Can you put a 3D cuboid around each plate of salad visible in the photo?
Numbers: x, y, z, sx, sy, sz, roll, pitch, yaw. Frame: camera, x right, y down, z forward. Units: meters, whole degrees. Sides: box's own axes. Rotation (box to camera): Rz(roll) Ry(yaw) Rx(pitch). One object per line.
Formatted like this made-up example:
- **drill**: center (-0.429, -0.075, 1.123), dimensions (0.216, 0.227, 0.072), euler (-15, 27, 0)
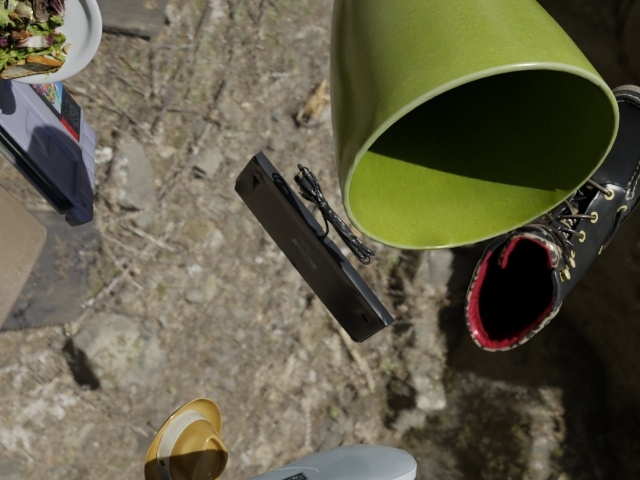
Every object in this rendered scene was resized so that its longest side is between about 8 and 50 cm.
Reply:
- **plate of salad**: center (-0.402, -0.296, 1.356), dimensions (0.200, 0.048, 0.200), euler (-2, 129, -3)

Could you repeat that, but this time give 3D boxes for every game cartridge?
- **game cartridge**: center (-0.489, -0.213, 1.680), dimensions (0.068, 0.230, 0.355), euler (-15, 142, 14)

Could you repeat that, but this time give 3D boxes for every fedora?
- **fedora**: center (-0.214, 0.369, 1.700), dimensions (0.194, 0.079, 0.194), euler (-32, 134, -41)

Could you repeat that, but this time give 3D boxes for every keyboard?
- **keyboard**: center (0.000, 0.000, 1.441), dimensions (0.033, 0.317, 0.201), euler (-38, 178, -29)

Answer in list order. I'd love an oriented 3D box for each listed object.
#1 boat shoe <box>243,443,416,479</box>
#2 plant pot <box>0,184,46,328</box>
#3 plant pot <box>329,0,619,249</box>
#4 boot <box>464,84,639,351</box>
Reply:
- **boat shoe**: center (-0.009, 0.365, 1.335), dimensions (0.306, 0.113, 0.105), euler (-14, 112, -26)
- **plant pot**: center (-0.364, -0.003, 0.830), dimensions (0.229, 0.263, 0.263), euler (29, 90, -18)
- **plant pot**: center (0.118, -0.188, 1.019), dimensions (0.275, 0.293, 0.275), euler (-12, 148, -7)
- **boot**: center (0.341, -0.025, 1.387), dimensions (0.284, 0.138, 0.377), euler (-32, 154, -57)
